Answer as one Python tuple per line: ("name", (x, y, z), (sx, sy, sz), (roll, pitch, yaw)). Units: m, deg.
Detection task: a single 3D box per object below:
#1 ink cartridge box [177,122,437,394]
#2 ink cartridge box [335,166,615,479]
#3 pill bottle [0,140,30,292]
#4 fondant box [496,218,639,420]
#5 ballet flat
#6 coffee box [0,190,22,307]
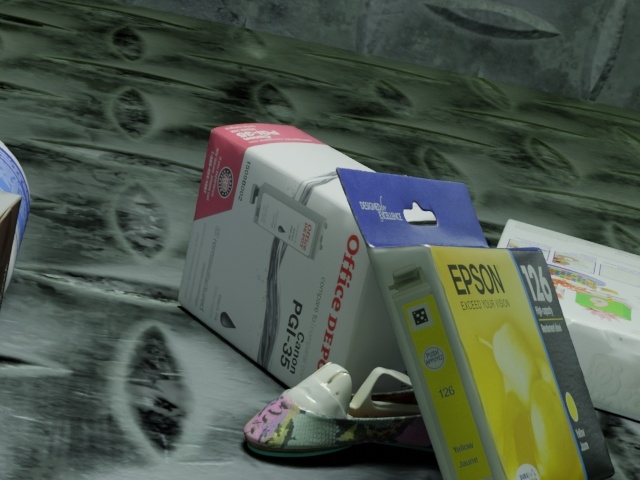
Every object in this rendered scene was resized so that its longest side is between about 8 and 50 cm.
("ink cartridge box", (-0.006, 0.024, 1.598), (0.117, 0.207, 0.283), (-2, 23, -39))
("ink cartridge box", (0.145, 0.078, 1.366), (0.072, 0.307, 0.303), (-20, -9, 24))
("pill bottle", (-0.366, -0.024, 1.567), (0.152, 0.152, 0.272), (11, 17, -8))
("fondant box", (0.304, 0.087, 1.839), (0.238, 0.096, 0.330), (16, 17, 8))
("ballet flat", (0.034, 0.152, 1.449), (0.221, 0.079, 0.077), (4, 21, -29))
("coffee box", (-0.425, 0.015, 1.369), (0.297, 0.168, 0.119), (14, 17, 0))
